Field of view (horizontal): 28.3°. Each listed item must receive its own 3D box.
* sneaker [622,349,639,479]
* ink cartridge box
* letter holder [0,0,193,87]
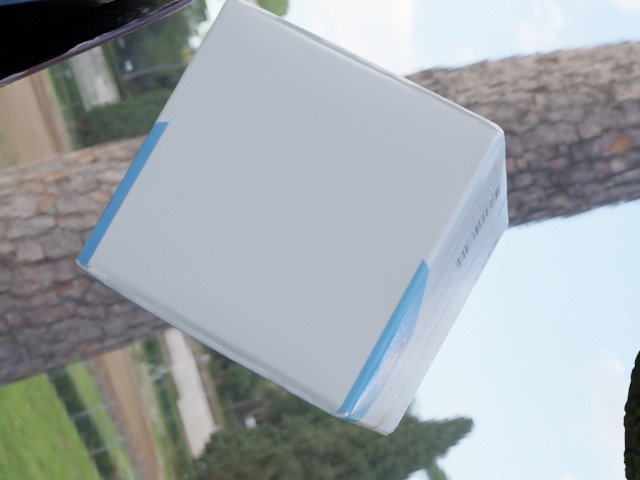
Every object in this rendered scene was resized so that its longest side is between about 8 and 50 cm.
[{"bbox_3d":[0.211,0.015,0.479,0.300,0.121,0.111,-68,-166,-11],"label":"sneaker"},{"bbox_3d":[0.000,0.000,0.878,0.197,0.198,0.270,28,-6,13],"label":"ink cartridge box"},{"bbox_3d":[-0.237,-0.187,0.903,0.214,0.302,0.152,24,-43,56],"label":"letter holder"}]
